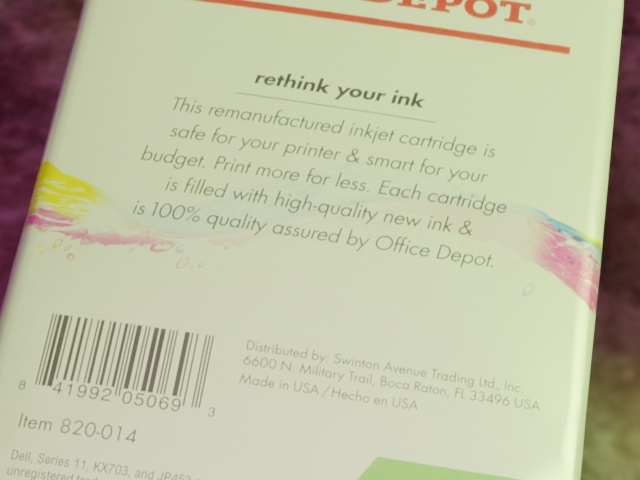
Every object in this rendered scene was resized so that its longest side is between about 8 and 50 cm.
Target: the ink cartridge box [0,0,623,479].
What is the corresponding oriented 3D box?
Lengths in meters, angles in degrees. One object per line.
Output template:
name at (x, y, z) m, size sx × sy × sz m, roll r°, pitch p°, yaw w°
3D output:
ink cartridge box at (0.000, 0.000, 0.716) m, size 0.207 × 0.119 × 0.354 m, roll 9°, pitch 61°, yaw 3°
